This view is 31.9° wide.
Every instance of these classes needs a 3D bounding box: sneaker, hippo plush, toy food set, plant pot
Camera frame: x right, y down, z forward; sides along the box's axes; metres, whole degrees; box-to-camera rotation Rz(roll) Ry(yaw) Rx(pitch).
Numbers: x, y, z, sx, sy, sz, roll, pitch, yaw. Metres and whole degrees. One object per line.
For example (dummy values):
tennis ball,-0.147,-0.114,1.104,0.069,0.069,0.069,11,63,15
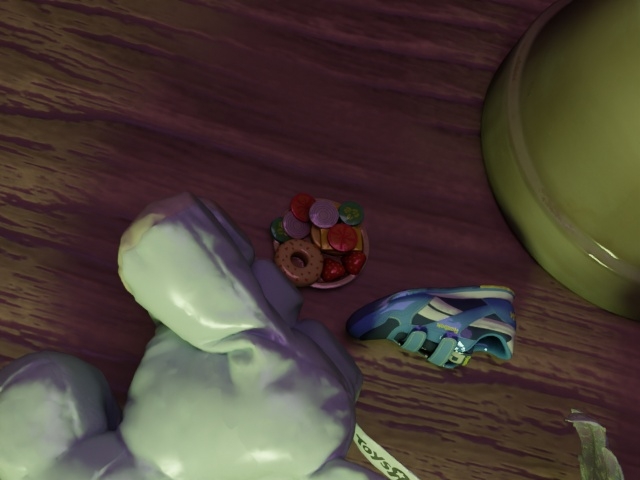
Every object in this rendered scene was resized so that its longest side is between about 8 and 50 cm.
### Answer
sneaker,0.092,0.071,0.893,0.144,0.053,0.059,-4,70,-12
hippo plush,-0.095,0.137,0.775,0.236,0.234,0.294,-39,73,3
toy food set,0.000,0.000,0.921,0.083,0.020,0.083,1,67,-11
plant pot,0.324,-0.128,0.902,0.323,0.280,0.323,4,65,-10

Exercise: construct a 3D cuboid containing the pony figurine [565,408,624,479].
pony figurine,0.243,0.317,0.728,0.363,0.303,0.351,-27,107,-24
